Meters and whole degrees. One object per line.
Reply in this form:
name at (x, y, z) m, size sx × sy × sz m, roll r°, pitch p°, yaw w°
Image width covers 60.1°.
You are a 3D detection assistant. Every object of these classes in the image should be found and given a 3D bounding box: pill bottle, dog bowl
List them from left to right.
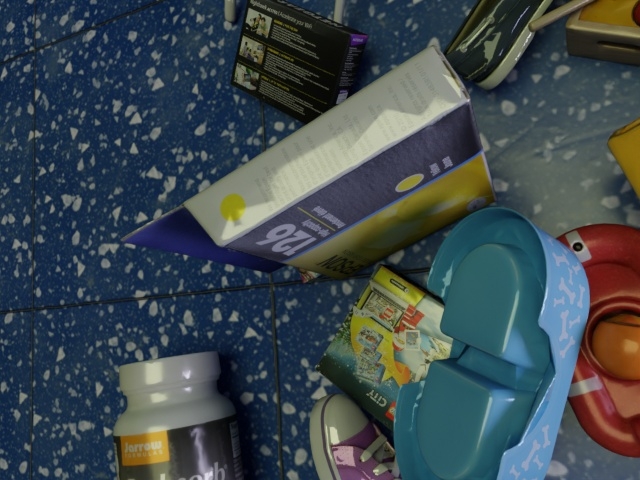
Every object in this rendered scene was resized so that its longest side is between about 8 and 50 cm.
pill bottle at (-0.183, 0.294, 0.726) m, size 0.162 × 0.162 × 0.278 m, roll -15°, pitch 78°, yaw 24°
dog bowl at (0.163, 0.120, 0.538) m, size 0.166 × 0.074 × 0.296 m, roll 15°, pitch 90°, yaw 67°

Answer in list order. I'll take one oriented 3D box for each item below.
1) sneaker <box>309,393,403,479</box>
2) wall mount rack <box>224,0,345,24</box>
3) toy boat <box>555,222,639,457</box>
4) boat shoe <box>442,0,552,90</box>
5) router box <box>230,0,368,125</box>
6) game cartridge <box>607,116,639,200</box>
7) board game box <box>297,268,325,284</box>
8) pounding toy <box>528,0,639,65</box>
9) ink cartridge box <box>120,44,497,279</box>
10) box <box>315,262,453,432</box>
sneaker at (0.109, 0.282, 0.610) m, size 0.161 × 0.102 × 0.282 m, roll -34°, pitch 82°, yaw 32°
wall mount rack at (-0.013, -0.432, 0.753) m, size 0.350 × 0.130 × 0.304 m, roll 31°, pitch 94°, yaw 26°
toy boat at (0.289, 0.093, 0.525) m, size 0.151 × 0.151 × 0.230 m, roll -27°, pitch 73°, yaw 20°
boat shoe at (0.224, -0.302, 0.630) m, size 0.079 × 0.095 × 0.254 m, roll 25°, pitch 104°, yaw -16°
router box at (-0.036, -0.244, 0.755) m, size 0.179 × 0.046 × 0.133 m, roll 33°, pitch 122°, yaw 24°
game cartridge at (0.440, -0.013, 0.423) m, size 0.285 × 0.053 × 0.323 m, roll -30°, pitch 94°, yaw 40°
board game box at (0.000, 0.000, 0.748) m, size 0.090 × 0.020 × 0.090 m, roll -31°, pitch 72°, yaw 19°
pounding toy at (0.314, -0.251, 0.581) m, size 0.141 × 0.100 × 0.130 m, roll 21°, pitch 93°, yaw 26°
ink cartridge box at (0.020, -0.026, 0.568) m, size 0.307 × 0.304 × 0.072 m, roll -31°, pitch 72°, yaw 14°
box at (0.127, 0.154, 0.655) m, size 0.233 × 0.044 × 0.159 m, roll 34°, pitch 99°, yaw 25°
